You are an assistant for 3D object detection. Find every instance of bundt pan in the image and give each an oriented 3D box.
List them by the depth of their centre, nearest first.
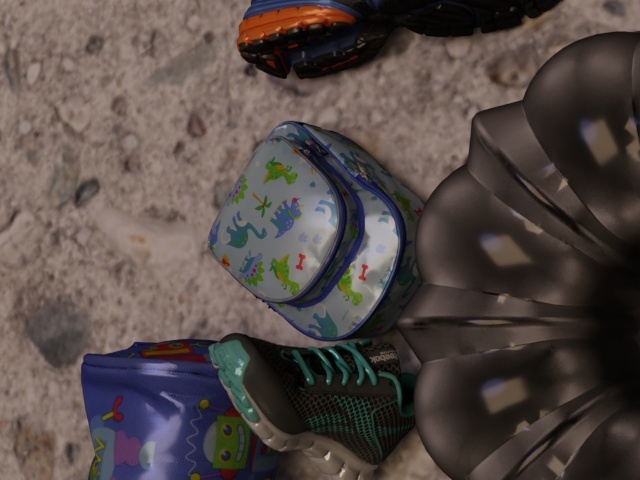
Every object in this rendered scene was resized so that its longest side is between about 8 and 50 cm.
[{"bbox_3d":[0.178,0.038,0.626,0.331,0.124,0.330,-3,83,30],"label":"bundt pan"}]

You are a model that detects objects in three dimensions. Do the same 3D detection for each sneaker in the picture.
[{"bbox_3d":[0.004,0.075,0.711,0.076,0.166,0.065,-40,56,8],"label":"sneaker"},{"bbox_3d":[0.047,-0.159,0.749,0.221,0.083,0.087,-11,72,26],"label":"sneaker"}]

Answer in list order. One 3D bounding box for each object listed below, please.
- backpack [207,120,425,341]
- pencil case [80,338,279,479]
[{"bbox_3d":[0.000,0.000,0.758,0.114,0.084,0.105,39,108,25],"label":"backpack"},{"bbox_3d":[-0.097,0.206,0.779,0.133,0.119,0.306,9,91,52],"label":"pencil case"}]
